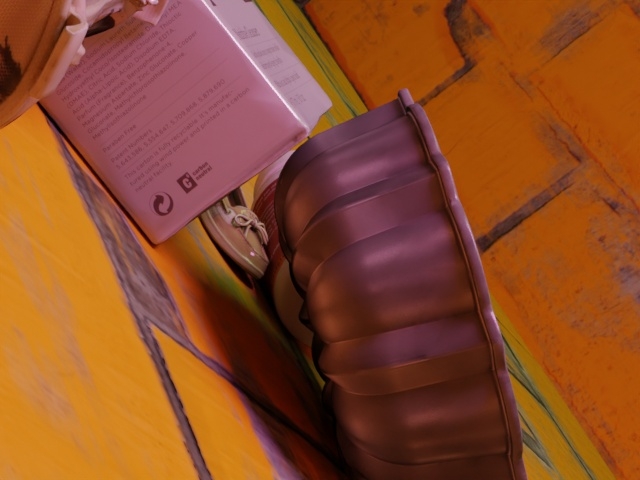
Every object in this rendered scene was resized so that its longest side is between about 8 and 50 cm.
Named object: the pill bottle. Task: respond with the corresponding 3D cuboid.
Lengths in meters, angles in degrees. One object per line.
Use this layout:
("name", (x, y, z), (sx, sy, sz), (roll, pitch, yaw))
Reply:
("pill bottle", (0.000, 0.000, 1.498), (0.121, 0.121, 0.216), (48, 9, -28))

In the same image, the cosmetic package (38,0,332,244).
("cosmetic package", (-0.173, -0.201, 1.284), (0.385, 0.156, 0.217), (52, 10, -5))

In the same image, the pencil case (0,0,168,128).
("pencil case", (-0.188, -0.172, 0.975), (0.183, 0.160, 0.410), (19, 15, -4))

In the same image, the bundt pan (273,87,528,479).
("bundt pan", (0.049, 0.059, 1.240), (0.331, 0.124, 0.331), (166, -90, -87))

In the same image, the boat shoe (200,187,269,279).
("boat shoe", (-0.077, -0.029, 1.446), (0.056, 0.048, 0.153), (44, 11, -45))
